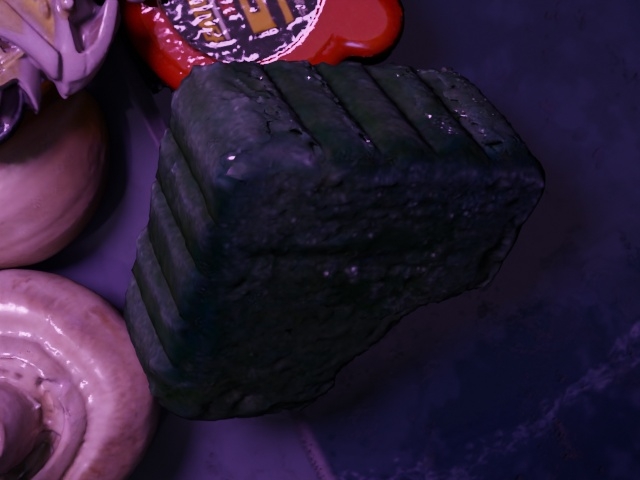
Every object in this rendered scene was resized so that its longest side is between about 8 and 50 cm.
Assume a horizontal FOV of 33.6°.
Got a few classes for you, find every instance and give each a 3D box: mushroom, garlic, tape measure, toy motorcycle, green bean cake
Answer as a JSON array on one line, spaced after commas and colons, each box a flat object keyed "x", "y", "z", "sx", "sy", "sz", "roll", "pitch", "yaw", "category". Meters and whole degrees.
[{"x": -0.272, "y": 0.160, "z": 0.957, "sx": 0.253, "sy": 0.234, "sz": 0.260, "roll": -23, "pitch": 96, "yaw": 2, "category": "mushroom"}, {"x": -0.308, "y": -0.053, "z": 0.997, "sx": 0.244, "sy": 0.145, "sz": 0.164, "roll": -24, "pitch": 64, "yaw": 7, "category": "garlic"}, {"x": -0.059, "y": -0.243, "z": 0.956, "sx": 0.260, "sy": 0.114, "sz": 0.253, "roll": -23, "pitch": 96, "yaw": 9, "category": "tape measure"}, {"x": -0.238, "y": -0.246, "z": 0.848, "sx": 0.222, "sy": 0.108, "sz": 0.341, "roll": -9, "pitch": 99, "yaw": -18, "category": "toy motorcycle"}, {"x": 0.000, "y": 0.000, "z": 0.929, "sx": 0.300, "sy": 0.169, "sz": 0.308, "roll": -1, "pitch": 130, "yaw": -28, "category": "green bean cake"}]
